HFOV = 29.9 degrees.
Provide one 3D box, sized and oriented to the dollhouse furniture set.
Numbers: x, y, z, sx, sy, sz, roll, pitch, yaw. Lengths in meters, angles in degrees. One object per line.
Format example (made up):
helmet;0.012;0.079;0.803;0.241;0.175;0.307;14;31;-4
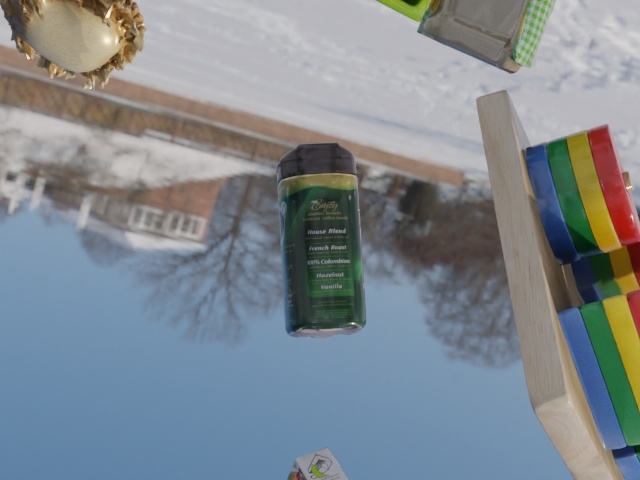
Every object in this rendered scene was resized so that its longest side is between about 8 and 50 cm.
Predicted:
dollhouse furniture set;0.176;-0.242;0.967;0.151;0.198;0.301;11;-165;-23

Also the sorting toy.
sorting toy;0.206;0.053;0.862;0.089;0.257;0.255;-17;141;17

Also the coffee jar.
coffee jar;0.000;0.000;1.165;0.079;0.185;0.096;-3;172;-6

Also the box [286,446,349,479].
box;-0.005;0.290;1.067;0.036;0.207;0.114;-14;-129;-31

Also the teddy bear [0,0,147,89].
teddy bear;-0.216;-0.249;0.748;0.338;0.245;0.113;34;-125;22
